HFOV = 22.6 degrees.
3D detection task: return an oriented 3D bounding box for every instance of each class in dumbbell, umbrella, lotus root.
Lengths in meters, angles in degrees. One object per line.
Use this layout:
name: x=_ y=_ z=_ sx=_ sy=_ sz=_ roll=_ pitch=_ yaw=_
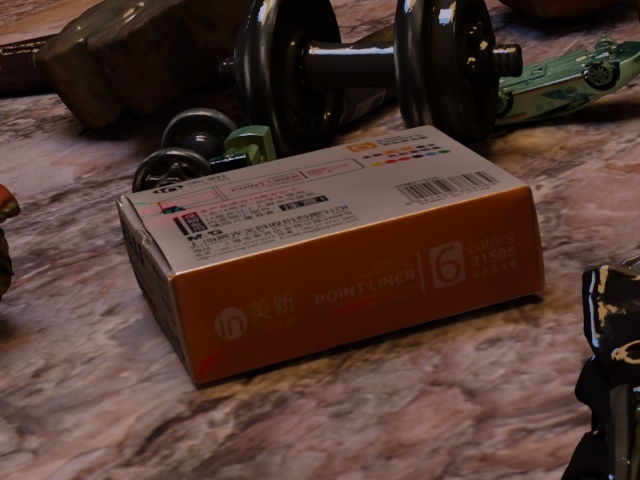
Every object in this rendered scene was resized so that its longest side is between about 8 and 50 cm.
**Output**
dumbbell: x=-0.116 y=-0.062 z=1.425 sx=0.082 sy=0.081 sz=0.254 roll=-5 pitch=22 yaw=11
dumbbell: x=0.041 y=-0.160 z=1.468 sx=0.290 sy=0.192 sz=0.192 roll=0 pitch=22 yaw=21
umbrella: x=0.185 y=0.093 z=0.844 sx=0.113 sy=0.106 sz=0.357 roll=1 pitch=22 yaw=17
lotus root: x=-0.122 y=-0.258 z=1.716 sx=0.390 sy=0.111 sz=0.375 roll=-12 pitch=25 yaw=48

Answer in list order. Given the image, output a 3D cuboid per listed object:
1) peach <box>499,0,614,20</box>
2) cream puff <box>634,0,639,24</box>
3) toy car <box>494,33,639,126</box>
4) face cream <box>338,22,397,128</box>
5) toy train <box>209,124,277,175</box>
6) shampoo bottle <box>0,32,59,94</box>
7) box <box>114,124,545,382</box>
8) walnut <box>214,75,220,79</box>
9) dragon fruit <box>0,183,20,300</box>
peach: x=0.277 y=-0.362 z=1.897 sx=0.232 sy=0.232 sz=0.256 roll=5 pitch=57 yaw=33
cream puff: x=0.405 y=-0.217 z=1.495 sx=0.240 sy=0.164 sz=0.240 roll=1 pitch=29 yaw=-1
toy car: x=0.231 y=-0.147 z=1.544 sx=0.186 sy=0.058 sz=0.093 roll=-15 pitch=18 yaw=20
face cream: x=0.078 y=-0.192 z=1.706 sx=0.073 sy=0.073 sz=0.283 roll=7 pitch=25 yaw=36
toy train: x=-0.060 y=-0.048 z=1.365 sx=0.050 sy=0.081 sz=0.122 roll=-8 pitch=18 yaw=11
shampoo bottle: x=-0.324 y=-0.216 z=1.956 sx=0.236 sy=0.068 sz=0.067 roll=-8 pitch=20 yaw=8
box: x=0.000 y=0.000 z=1.191 sx=0.274 sy=0.091 sz=0.221 roll=-13 pitch=19 yaw=-11
walnut: x=-0.123 y=-0.238 z=1.898 sx=0.170 sy=0.069 sz=0.143 roll=20 pitch=65 yaw=46
dragon fruit: x=-0.347 y=-0.007 z=1.180 sx=0.227 sy=0.224 sz=0.224 roll=-21 pitch=23 yaw=-38
